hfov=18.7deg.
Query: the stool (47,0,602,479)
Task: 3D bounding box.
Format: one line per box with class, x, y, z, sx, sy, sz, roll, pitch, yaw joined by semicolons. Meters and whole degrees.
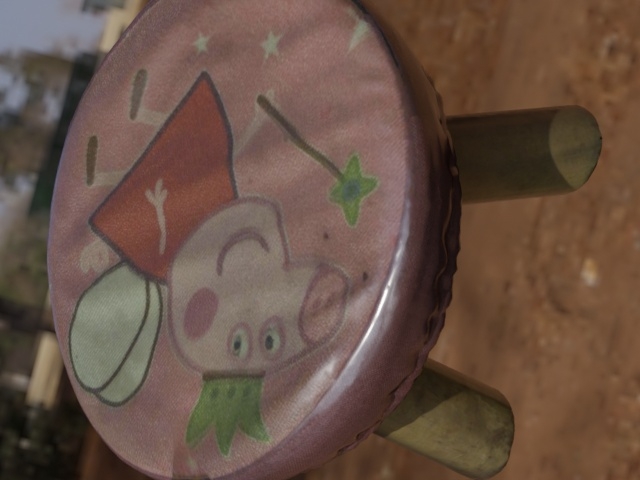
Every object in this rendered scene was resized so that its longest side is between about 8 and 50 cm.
stool;0.000;0.000;1.019;0.272;0.178;0.272;-9;76;43
